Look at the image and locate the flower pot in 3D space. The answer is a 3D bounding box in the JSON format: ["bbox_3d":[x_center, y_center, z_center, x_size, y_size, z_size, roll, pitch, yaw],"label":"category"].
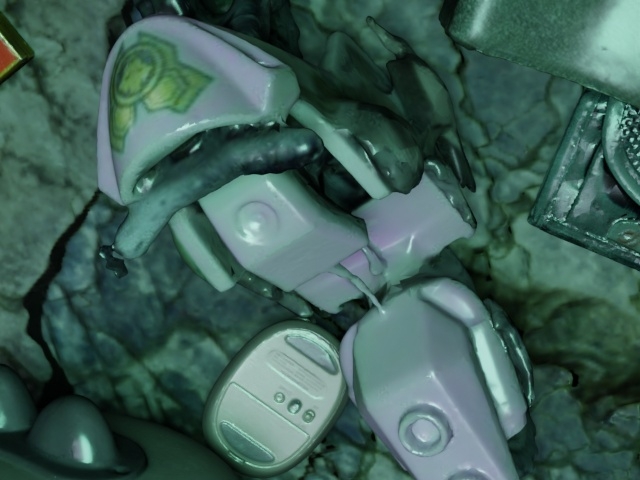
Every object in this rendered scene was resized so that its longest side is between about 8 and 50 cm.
[{"bbox_3d":[0.175,-0.111,0.691,0.229,0.103,0.108,22,109,1],"label":"flower pot"}]

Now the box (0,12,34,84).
[{"bbox_3d":[-0.232,-0.094,0.806,0.133,0.023,0.090,-36,99,17],"label":"box"}]

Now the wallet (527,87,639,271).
[{"bbox_3d":[0.179,-0.021,0.756,0.129,0.026,0.088,23,109,2],"label":"wallet"}]

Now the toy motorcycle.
[{"bbox_3d":[0.000,0.000,0.707,0.143,0.188,0.327,-29,100,24],"label":"toy motorcycle"}]

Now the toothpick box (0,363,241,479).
[{"bbox_3d":[-0.144,0.223,0.788,0.229,0.229,0.316,7,108,7],"label":"toothpick box"}]

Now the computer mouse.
[{"bbox_3d":[-0.023,0.084,0.815,0.066,0.039,0.096,36,101,-2],"label":"computer mouse"}]
